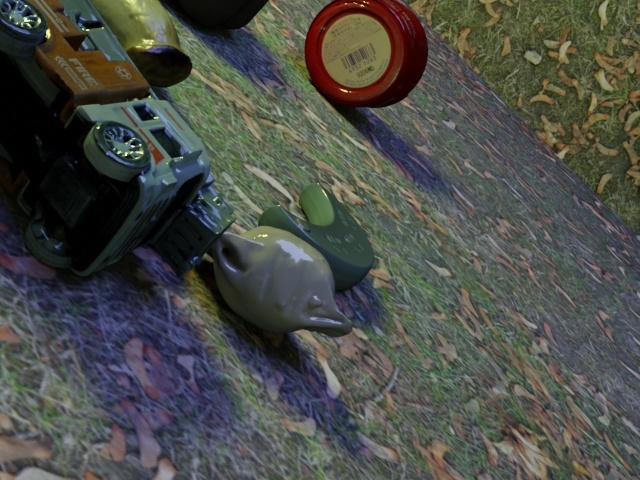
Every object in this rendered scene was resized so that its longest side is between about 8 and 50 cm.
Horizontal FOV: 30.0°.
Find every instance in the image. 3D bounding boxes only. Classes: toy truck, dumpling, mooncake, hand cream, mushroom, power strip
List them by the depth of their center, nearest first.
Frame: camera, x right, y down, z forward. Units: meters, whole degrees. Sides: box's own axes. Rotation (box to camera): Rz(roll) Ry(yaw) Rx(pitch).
[{"bbox_3d":[-0.209,-0.111,1.044,0.338,0.133,0.184,49,32,13],"label":"toy truck"},{"bbox_3d":[-0.050,0.042,1.186,0.169,0.100,0.134,16,-10,-13],"label":"dumpling"},{"bbox_3d":[0.000,0.000,1.417,0.137,0.044,0.216,45,19,0],"label":"power strip"},{"bbox_3d":[-0.262,-0.305,1.467,0.312,0.081,0.100,52,16,25],"label":"mushroom"},{"bbox_3d":[-0.180,-0.432,1.806,0.245,0.133,0.245,38,20,-17],"label":"mooncake"},{"bbox_3d":[0.077,-0.317,2.003,0.193,0.193,0.125,48,21,10],"label":"hand cream"}]

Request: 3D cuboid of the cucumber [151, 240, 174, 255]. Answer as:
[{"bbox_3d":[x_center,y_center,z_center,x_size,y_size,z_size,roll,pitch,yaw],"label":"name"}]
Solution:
[{"bbox_3d":[-0.166,-0.054,1.174,0.116,0.062,0.115,39,24,-10],"label":"cucumber"}]
